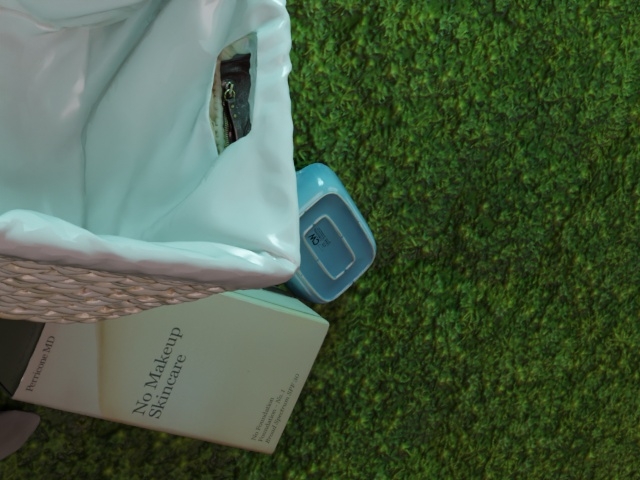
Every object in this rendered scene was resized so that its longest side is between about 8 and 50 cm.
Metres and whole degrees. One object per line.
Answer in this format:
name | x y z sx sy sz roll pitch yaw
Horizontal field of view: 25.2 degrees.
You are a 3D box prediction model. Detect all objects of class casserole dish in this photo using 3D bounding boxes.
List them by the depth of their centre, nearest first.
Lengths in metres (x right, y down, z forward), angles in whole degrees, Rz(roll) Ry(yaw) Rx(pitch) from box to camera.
casserole dish | 0.000 0.000 1.510 0.114 0.037 0.188 -43 139 -8

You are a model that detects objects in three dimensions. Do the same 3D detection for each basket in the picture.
basket | -0.219 -0.115 1.114 0.331 0.266 0.328 9 72 -45

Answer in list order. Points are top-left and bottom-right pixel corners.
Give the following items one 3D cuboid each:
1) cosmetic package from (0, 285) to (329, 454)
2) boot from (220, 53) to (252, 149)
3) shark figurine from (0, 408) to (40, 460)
cosmetic package | -0.162 0.098 1.421 0.309 0.113 0.160 17 99 -38
boot | -0.135 -0.143 1.362 0.263 0.091 0.229 -23 120 -36
shark figurine | -0.379 0.284 1.355 0.166 0.116 0.278 20 95 -36
